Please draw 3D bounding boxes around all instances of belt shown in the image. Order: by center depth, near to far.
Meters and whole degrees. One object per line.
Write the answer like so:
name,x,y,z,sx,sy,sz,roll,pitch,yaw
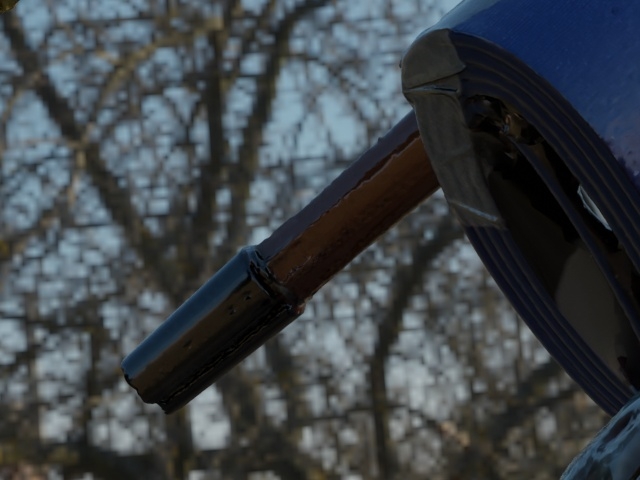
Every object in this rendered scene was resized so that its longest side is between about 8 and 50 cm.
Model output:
belt,0.195,-0.018,1.184,0.117,0.347,0.212,-41,17,-22

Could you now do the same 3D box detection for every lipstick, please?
lipstick,0.000,0.000,1.585,0.418,0.077,0.077,-40,-22,15

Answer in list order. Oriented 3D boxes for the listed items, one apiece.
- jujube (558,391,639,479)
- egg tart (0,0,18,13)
jujube,0.231,0.133,0.714,0.308,0.246,0.215,-6,26,18
egg tart,-0.362,-0.278,1.288,0.352,0.153,0.339,-25,-56,16
